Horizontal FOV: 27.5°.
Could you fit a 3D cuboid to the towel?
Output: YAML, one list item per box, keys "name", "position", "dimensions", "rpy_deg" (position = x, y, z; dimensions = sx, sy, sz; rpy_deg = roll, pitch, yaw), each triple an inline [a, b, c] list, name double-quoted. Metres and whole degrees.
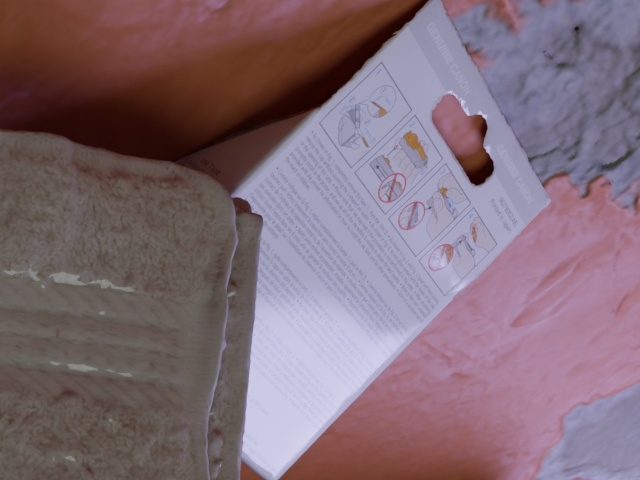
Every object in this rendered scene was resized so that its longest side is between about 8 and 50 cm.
- name: "towel"
  position: [-0.160, 0.047, 0.512]
  dimensions: [0.282, 0.187, 0.049]
  rpy_deg: [6, 170, -21]

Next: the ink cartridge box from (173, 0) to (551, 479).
- name: "ink cartridge box"
  position: [0.000, 0.000, 0.672]
  dimensions: [0.224, 0.056, 0.181]
  rpy_deg: [-47, 138, -7]
